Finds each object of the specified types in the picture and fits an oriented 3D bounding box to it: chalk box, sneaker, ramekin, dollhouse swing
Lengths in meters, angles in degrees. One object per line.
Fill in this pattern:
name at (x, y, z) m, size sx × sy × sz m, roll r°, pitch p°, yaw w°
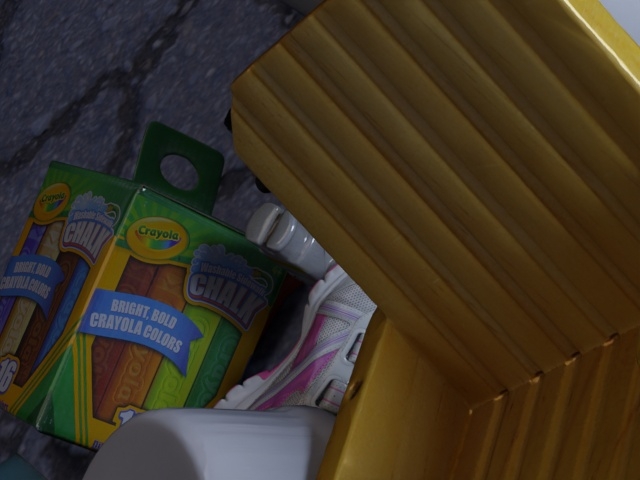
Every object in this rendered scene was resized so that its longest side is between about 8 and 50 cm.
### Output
chalk box at (-0.163, 0.042, 1.552) m, size 0.179 × 0.180 × 0.289 m, roll 17°, pitch 83°, yaw 55°
sneaker at (0.021, 0.115, 1.387) m, size 0.252 × 0.103 × 0.111 m, roll -51°, pitch 37°, yaw 14°
ramekin at (-0.080, 0.249, 1.253) m, size 0.277 × 0.135 × 0.277 m, roll -23°, pitch 62°, yaw 52°
dollhouse swing at (0.078, 0.035, 1.058) m, size 0.347 × 0.305 × 0.315 m, roll -34°, pitch 27°, yaw 47°

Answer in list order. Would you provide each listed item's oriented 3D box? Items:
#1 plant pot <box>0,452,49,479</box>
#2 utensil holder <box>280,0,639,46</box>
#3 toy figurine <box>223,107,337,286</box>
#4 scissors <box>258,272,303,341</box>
plant pot at (-0.278, 0.324, 1.405) m, size 0.234 × 0.165 × 0.166 m, roll -34°, pitch 29°, yaw -21°
utensil holder at (0.140, -0.257, 1.276) m, size 0.327 × 0.385 × 0.327 m, roll -26°, pitch 52°, yaw 38°
toy figurine at (0.042, -0.060, 1.460) m, size 0.213 × 0.148 × 0.209 m, roll -29°, pitch 51°, yaw 22°
scissors at (0.000, 0.000, 1.572) m, size 0.297 × 0.021 × 0.109 m, roll -40°, pitch 36°, yaw 20°
